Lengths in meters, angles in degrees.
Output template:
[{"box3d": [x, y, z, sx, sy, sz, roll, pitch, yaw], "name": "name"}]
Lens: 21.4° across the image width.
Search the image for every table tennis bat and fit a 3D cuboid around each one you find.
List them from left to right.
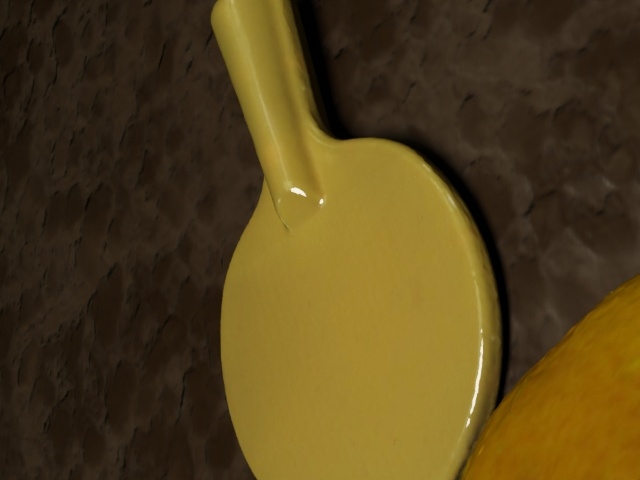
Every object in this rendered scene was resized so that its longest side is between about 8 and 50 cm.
[{"box3d": [0.000, 0.000, 0.886, 0.198, 0.050, 0.321, -38, 59, 41], "name": "table tennis bat"}]

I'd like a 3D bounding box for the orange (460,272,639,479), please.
[{"box3d": [0.144, 0.144, 0.592, 0.262, 0.196, 0.334, -110, 37, -51], "name": "orange"}]
